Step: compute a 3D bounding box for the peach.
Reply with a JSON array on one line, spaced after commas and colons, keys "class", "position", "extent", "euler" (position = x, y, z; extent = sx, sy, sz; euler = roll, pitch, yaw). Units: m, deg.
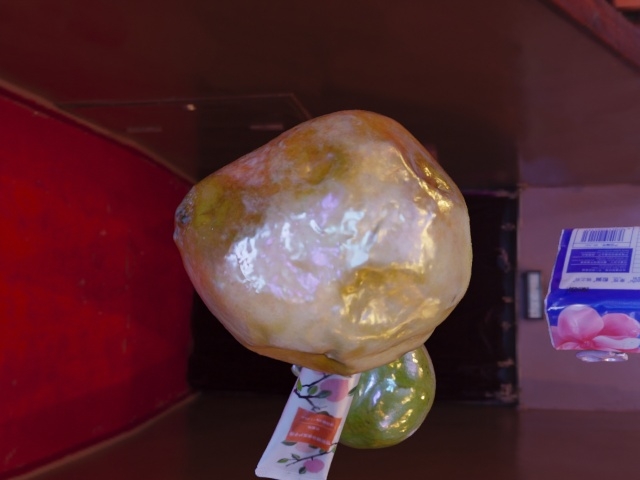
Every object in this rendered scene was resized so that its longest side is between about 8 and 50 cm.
[{"class": "peach", "position": [0.000, 0.000, 0.632], "extent": [0.214, 0.236, 0.214], "euler": [-5, -96, 61]}]

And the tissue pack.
[{"class": "tissue pack", "position": [0.522, 0.081, 1.270], "extent": [0.137, 0.270, 0.209], "euler": [63, 38, -37]}]

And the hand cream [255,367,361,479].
[{"class": "hand cream", "position": [0.001, 0.161, 0.821], "extent": [0.050, 0.080, 0.233], "euler": [-104, -148, -69]}]

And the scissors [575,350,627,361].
[{"class": "scissors", "position": [0.549, 0.204, 1.433], "extent": [0.189, 0.100, 0.015], "euler": [122, -28, -69]}]

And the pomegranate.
[{"class": "pomegranate", "position": [0.059, 0.192, 1.040], "extent": [0.210, 0.179, 0.179], "euler": [-3, 93, -64]}]
